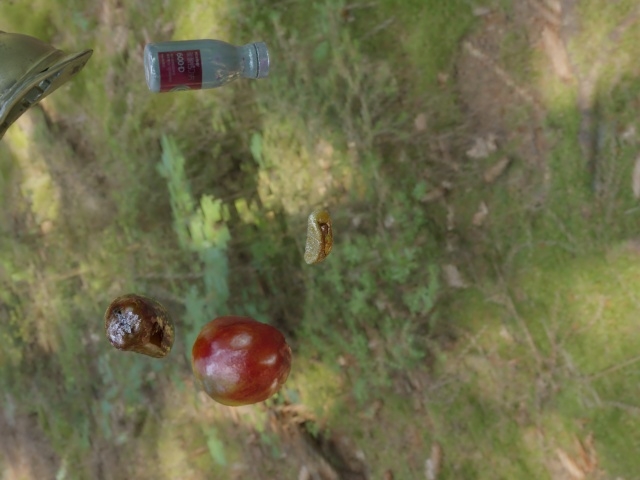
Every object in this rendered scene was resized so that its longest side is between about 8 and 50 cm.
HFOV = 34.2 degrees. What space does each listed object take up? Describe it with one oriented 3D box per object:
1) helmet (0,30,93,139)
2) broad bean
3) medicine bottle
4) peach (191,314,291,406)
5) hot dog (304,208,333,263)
[{"bbox_3d":[-0.487,-0.252,1.585,0.137,0.257,0.204,47,162,-10],"label":"helmet"},{"bbox_3d":[-0.272,0.130,1.598,0.114,0.084,0.165,63,-174,18],"label":"broad bean"},{"bbox_3d":[-0.204,-0.318,1.877,0.090,0.217,0.090,173,90,-75],"label":"medicine bottle"},{"bbox_3d":[-0.121,0.187,1.590,0.118,0.151,0.151,-17,92,66],"label":"peach"},{"bbox_3d":[0.000,0.000,1.427,0.034,0.030,0.090,43,140,36],"label":"hot dog"}]
